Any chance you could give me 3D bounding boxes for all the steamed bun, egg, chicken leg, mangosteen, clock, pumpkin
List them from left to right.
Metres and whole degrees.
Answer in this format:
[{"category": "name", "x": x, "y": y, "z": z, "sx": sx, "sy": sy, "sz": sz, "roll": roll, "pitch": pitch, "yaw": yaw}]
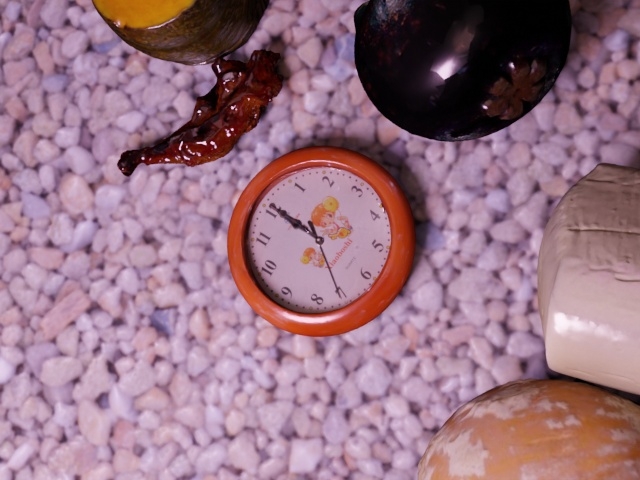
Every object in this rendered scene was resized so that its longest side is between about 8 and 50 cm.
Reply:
[{"category": "chicken leg", "x": -0.124, "y": -0.133, "z": 1.281, "sx": 0.219, "sy": 0.048, "sz": 0.089, "roll": -45, "pitch": 70, "yaw": 0}, {"category": "pumpkin", "x": -0.118, "y": -0.272, "z": 1.271, "sx": 0.248, "sy": 0.131, "sz": 0.126, "roll": -21, "pitch": 66, "yaw": 12}, {"category": "clock", "x": 0.000, "y": 0.000, "z": 1.223, "sx": 0.205, "sy": 0.051, "sz": 0.205, "roll": -2, "pitch": 79, "yaw": 12}, {"category": "mangosteen", "x": 0.137, "y": -0.214, "z": 1.165, "sx": 0.243, "sy": 0.243, "sz": 0.243, "roll": -3, "pitch": 78, "yaw": 12}, {"category": "egg", "x": 0.204, "y": 0.223, "z": 1.050, "sx": 0.245, "sy": 0.203, "sz": 0.203, "roll": -22, "pitch": 73, "yaw": 27}, {"category": "steamed bun", "x": 0.301, "y": 0.047, "z": 1.076, "sx": 0.200, "sy": 0.155, "sz": 0.250, "roll": 12, "pitch": 37, "yaw": 15}]

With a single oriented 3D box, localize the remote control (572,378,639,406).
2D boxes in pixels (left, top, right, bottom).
[{"category": "remote control", "x": 0.350, "y": 0.208, "z": 1.119, "sx": 0.245, "sy": 0.025, "sz": 0.063, "roll": 22, "pitch": 88, "yaw": 16}]
